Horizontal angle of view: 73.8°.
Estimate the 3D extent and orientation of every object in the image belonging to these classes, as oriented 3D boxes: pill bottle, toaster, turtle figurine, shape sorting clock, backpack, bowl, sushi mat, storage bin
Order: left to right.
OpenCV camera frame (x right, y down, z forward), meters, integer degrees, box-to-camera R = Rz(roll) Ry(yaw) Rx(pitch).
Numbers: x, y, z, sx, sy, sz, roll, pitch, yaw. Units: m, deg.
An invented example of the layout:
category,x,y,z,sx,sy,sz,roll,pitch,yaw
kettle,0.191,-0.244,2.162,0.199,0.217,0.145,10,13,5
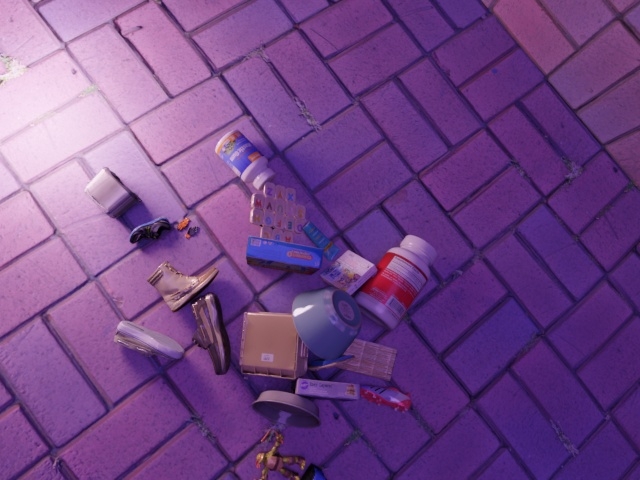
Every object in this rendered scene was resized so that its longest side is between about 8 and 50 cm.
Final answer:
category,x,y,z,sx,sy,sz,roll,pitch,yaw
toaster,-0.909,-0.199,1.865,0.227,0.129,0.146,44,80,-1
pill bottle,-0.340,-0.365,1.968,0.272,0.152,0.152,45,77,2
storage bin,-0.191,0.437,1.805,0.263,0.123,0.259,0,79,19
turtle figurine,-0.186,0.947,1.785,0.218,0.087,0.269,25,68,-11
backpack,-0.019,1.007,1.782,0.101,0.120,0.097,30,76,-2
shape sorting clock,0.047,0.521,1.816,0.207,0.206,0.040,-8,79,-10
bowl,0.050,0.312,1.747,0.163,0.312,0.311,-39,86,29
sushi mat,0.191,0.534,1.954,0.317,0.019,0.151,16,77,-6
pill bottle,0.348,0.182,1.934,0.229,0.229,0.407,39,76,0

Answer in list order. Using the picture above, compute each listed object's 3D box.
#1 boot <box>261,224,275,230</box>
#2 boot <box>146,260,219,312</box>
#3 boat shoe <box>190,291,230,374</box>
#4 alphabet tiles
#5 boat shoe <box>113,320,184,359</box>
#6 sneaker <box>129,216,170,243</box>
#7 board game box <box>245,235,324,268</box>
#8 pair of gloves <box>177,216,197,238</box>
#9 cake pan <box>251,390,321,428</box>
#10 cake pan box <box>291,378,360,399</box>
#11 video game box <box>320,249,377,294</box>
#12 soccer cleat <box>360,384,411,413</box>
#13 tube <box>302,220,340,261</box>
category,x,y,z,sx,sy,sz,roll,pitch,yaw
boot,-0.249,-0.071,1.947,0.099,0.121,0.045,36,82,3
boot,-0.600,0.157,1.865,0.262,0.095,0.203,-41,87,-9
boat shoe,-0.476,0.405,1.832,0.131,0.132,0.354,-15,74,-1
alphabet tiles,-0.188,-0.120,1.946,0.284,0.021,0.277,12,76,-36
boat shoe,-0.723,0.439,1.799,0.303,0.109,0.094,24,92,5
sneaker,-0.755,-0.036,1.887,0.188,0.067,0.078,-29,79,-15
board game box,-0.162,0.072,1.839,0.309,0.302,0.086,10,79,-6
pair of gloves,-0.606,-0.056,1.943,0.083,0.010,0.074,41,76,-1
cake pan,-0.135,0.695,1.755,0.294,0.293,0.054,19,52,-5
cake pan box,0.009,0.632,1.791,0.267,0.245,0.070,7,65,-6
video game box,0.125,0.147,1.929,0.187,0.205,0.048,-39,125,-14
soccer cleat,0.289,0.693,1.919,0.248,0.083,0.095,21,48,0
tube,0.000,0.000,2.005,0.080,0.052,0.207,-45,102,-7
